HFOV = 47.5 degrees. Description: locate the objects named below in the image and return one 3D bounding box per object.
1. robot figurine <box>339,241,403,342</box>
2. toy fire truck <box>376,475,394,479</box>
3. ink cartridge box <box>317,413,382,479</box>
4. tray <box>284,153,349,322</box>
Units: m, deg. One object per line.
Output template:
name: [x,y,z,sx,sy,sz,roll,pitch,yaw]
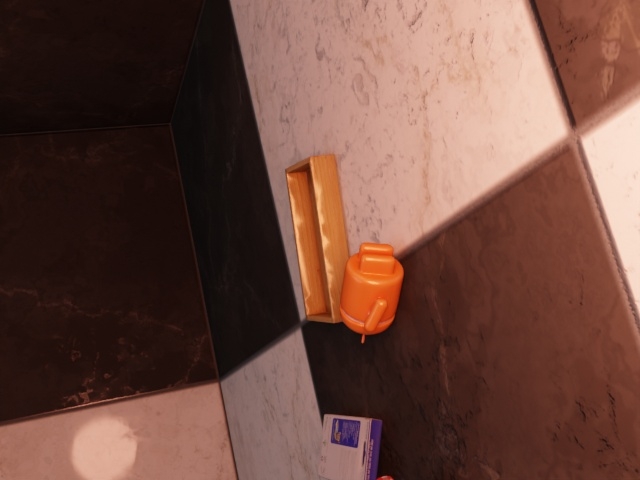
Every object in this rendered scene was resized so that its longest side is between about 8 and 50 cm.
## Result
robot figurine: [0.107,0.112,1.561,0.158,0.128,0.220,38,134,38]
toy fire truck: [0.170,0.668,1.705,0.135,0.047,0.192,-140,47,-60]
ink cartridge box: [0.080,0.520,1.802,0.332,0.065,0.166,150,130,-69]
tray: [0.000,0.000,1.876,0.203,0.076,0.411,169,93,-69]
